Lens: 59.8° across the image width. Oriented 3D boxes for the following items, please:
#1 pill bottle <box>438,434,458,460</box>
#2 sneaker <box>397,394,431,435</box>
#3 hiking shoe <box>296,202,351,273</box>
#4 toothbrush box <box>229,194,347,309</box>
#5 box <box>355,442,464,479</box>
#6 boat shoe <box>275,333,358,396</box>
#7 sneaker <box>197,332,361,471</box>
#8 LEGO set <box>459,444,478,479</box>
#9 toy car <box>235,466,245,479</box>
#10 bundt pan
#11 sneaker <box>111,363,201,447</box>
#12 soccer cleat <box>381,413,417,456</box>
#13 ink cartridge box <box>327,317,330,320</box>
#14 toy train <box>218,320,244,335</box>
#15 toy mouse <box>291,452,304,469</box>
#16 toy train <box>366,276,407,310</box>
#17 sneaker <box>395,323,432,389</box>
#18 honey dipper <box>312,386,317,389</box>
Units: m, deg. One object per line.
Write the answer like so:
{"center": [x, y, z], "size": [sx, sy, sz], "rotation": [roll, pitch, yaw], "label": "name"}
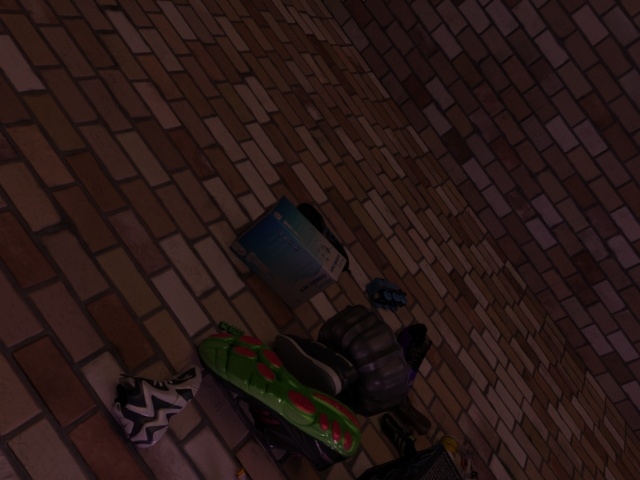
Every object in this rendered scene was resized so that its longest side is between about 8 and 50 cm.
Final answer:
{"center": [0.432, 0.731, 1.914], "size": [0.065, 0.065, 0.116], "rotation": [52, 35, -3], "label": "pill bottle"}
{"center": [0.287, 0.583, 1.881], "size": [0.066, 0.071, 0.188], "rotation": [-24, 61, -42], "label": "sneaker"}
{"center": [0.000, 0.000, 2.036], "size": [0.304, 0.113, 0.132], "rotation": [58, 3, 17], "label": "hiking shoe"}
{"center": [-0.100, 0.043, 1.749], "size": [0.295, 0.216, 0.126], "rotation": [46, 35, -10], "label": "toothbrush box"}
{"center": [0.175, 0.729, 1.404], "size": [0.395, 0.293, 0.212], "rotation": [-15, 72, -54], "label": "box"}
{"center": [-0.017, 0.336, 1.558], "size": [0.091, 0.114, 0.302], "rotation": [-19, 30, -33], "label": "boat shoe"}
{"center": [-0.131, 0.421, 1.415], "size": [0.483, 0.202, 0.185], "rotation": [37, 25, 7], "label": "sneaker"}
{"center": [0.488, 0.827, 1.894], "size": [0.244, 0.060, 0.182], "rotation": [-28, 113, -59], "label": "LEGO set"}
{"center": [-0.197, 0.592, 1.296], "size": [0.122, 0.060, 0.040], "rotation": [-37, 122, -50], "label": "toy car"}
{"center": [0.099, 0.356, 1.595], "size": [0.124, 0.331, 0.330], "rotation": [-18, 74, -33], "label": "bundt pan"}
{"center": [-0.380, 0.333, 1.266], "size": [0.153, 0.094, 0.235], "rotation": [54, 43, -15], "label": "sneaker"}
{"center": [0.264, 0.632, 1.792], "size": [0.179, 0.072, 0.060], "rotation": [58, 34, 6], "label": "soccer cleat"}
{"center": [0.136, 0.332, 1.893], "size": [0.231, 0.078, 0.134], "rotation": [24, 43, -40], "label": "ink cartridge box"}
{"center": [-0.249, 0.252, 1.564], "size": [0.083, 0.017, 0.023], "rotation": [33, 49, -28], "label": "toy train"}
{"center": [-0.052, 0.541, 1.531], "size": [0.143, 0.031, 0.161], "rotation": [43, 35, -15], "label": "toy mouse"}
{"center": [0.263, 0.209, 2.163], "size": [0.184, 0.080, 0.105], "rotation": [16, 43, -42], "label": "toy train"}
{"center": [0.331, 0.405, 2.006], "size": [0.102, 0.146, 0.293], "rotation": [42, 35, -17], "label": "sneaker"}
{"center": [0.007, 0.441, 1.697], "size": [0.161, 0.030, 0.030], "rotation": [-17, 74, -51], "label": "honey dipper"}
